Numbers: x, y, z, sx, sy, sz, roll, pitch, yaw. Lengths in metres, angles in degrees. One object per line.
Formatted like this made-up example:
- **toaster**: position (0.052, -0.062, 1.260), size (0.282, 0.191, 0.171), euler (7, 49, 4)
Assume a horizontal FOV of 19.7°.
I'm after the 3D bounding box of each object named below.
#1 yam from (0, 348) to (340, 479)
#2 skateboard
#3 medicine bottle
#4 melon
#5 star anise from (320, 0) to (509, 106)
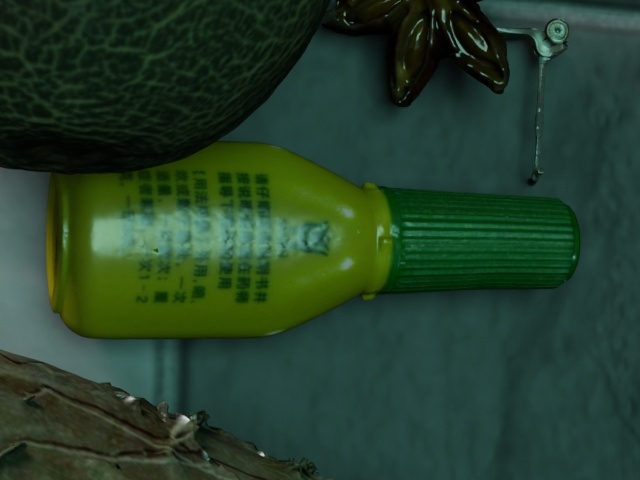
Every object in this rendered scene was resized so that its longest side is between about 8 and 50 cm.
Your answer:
- **yam**: position (-0.063, 0.195, 0.765), size (0.348, 0.241, 0.241), euler (21, 78, -18)
- **skateboard**: position (0.096, -0.072, 0.950), size (0.063, 0.032, 0.083), euler (2, 81, -7)
- **medicine bottle**: position (0.000, 0.000, 0.891), size (0.260, 0.064, 0.095), euler (1, 85, -16)
- **melon**: position (-0.099, -0.182, 0.793), size (0.237, 0.237, 0.302), euler (6, 77, -16)
- **star anise**: position (0.061, -0.160, 0.923), size (0.097, 0.070, 0.191), euler (10, 95, 21)
